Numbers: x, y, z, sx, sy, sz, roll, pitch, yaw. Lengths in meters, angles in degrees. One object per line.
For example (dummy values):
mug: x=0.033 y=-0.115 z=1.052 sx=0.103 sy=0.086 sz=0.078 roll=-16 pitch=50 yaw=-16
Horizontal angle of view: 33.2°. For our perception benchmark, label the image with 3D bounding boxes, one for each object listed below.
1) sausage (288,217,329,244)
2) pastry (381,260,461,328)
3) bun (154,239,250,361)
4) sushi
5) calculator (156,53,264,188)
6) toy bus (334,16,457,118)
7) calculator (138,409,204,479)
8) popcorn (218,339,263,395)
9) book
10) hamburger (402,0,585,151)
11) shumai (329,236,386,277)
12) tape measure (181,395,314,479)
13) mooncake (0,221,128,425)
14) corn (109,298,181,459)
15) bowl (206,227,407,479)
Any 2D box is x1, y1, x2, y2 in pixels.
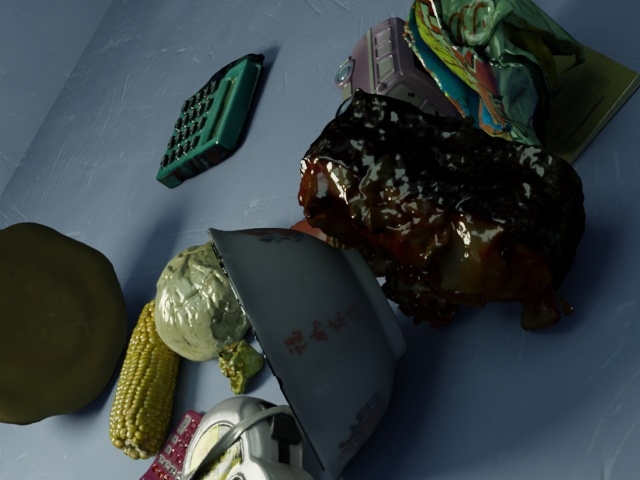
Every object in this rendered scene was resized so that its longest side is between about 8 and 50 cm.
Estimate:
sausage: x=0.000 y=0.000 z=1.596 sx=0.141 sy=0.076 sz=0.076 roll=-6 pitch=56 yaw=54
pastry: x=0.143 y=0.004 z=1.344 sx=0.097 sy=0.115 sz=0.208 roll=-40 pitch=32 yaw=50
bun: x=-0.183 y=0.079 z=1.727 sx=0.220 sy=0.134 sz=0.220 roll=-39 pitch=33 yaw=31
sushi: x=0.145 y=-0.028 z=1.209 sx=0.343 sy=0.196 sz=0.182 roll=26 pitch=77 yaw=23
calculator: x=-0.232 y=-0.247 z=2.215 sx=0.274 sy=0.058 sz=0.248 roll=-22 pitch=42 yaw=47
toy bus: x=0.111 y=-0.212 z=1.570 sx=0.142 sy=0.142 sz=0.202 roll=-38 pitch=33 yaw=30
calculator: x=-0.222 y=0.351 z=1.618 sx=0.190 sy=0.034 sz=0.127 roll=-55 pitch=27 yaw=-9
popcorn: x=-0.120 y=0.190 z=1.602 sx=0.059 sy=0.068 sz=0.083 roll=43 pitch=-130 yaw=-78
book: x=0.303 y=-0.172 z=1.369 sx=0.168 sy=0.013 sz=0.192 roll=-51 pitch=29 yaw=10
hamburger: x=0.231 y=-0.236 z=1.338 sx=0.150 sy=0.260 sz=0.276 roll=-34 pitch=64 yaw=-5
shumai: x=0.068 y=-0.018 z=1.469 sx=0.105 sy=0.123 sz=0.139 roll=4 pitch=77 yaw=70
tape measure: x=-0.099 y=0.299 z=1.383 sx=0.236 sy=0.120 sz=0.197 roll=-25 pitch=55 yaw=44
mooncake: x=-0.558 y=0.155 z=1.991 sx=0.201 sy=0.378 sz=0.378 roll=-13 pitch=50 yaw=58
corn: x=-0.285 y=0.233 z=1.764 sx=0.101 sy=0.101 sz=0.310 roll=-37 pitch=34 yaw=32
bowl: x=0.005 y=0.107 z=1.299 sx=0.157 sy=0.345 sz=0.345 roll=-26 pitch=31 yaw=-3
